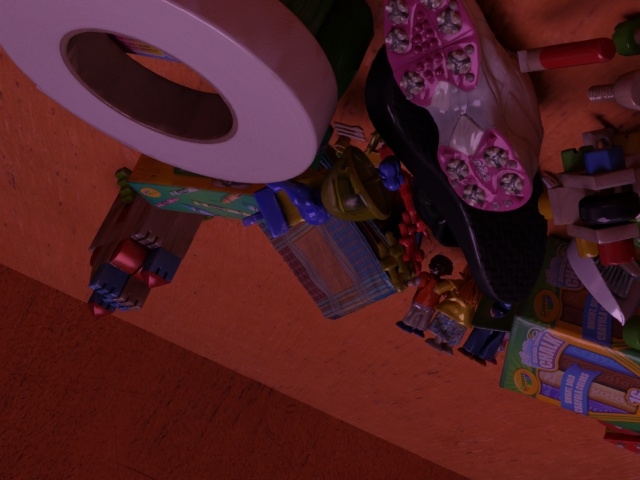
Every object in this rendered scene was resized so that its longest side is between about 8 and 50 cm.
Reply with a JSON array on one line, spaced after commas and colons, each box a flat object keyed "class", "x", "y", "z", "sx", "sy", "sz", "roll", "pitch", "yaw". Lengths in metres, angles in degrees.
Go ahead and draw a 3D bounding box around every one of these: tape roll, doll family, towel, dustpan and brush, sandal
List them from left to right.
[{"class": "tape roll", "x": -0.172, "y": -0.191, "z": 1.129, "sx": 0.392, "sy": 0.072, "sz": 0.392, "roll": 19, "pitch": 160, "yaw": 8}, {"class": "towel", "x": 0.000, "y": 0.000, "z": 1.728, "sx": 0.271, "sy": 0.040, "sz": 0.370, "roll": 54, "pitch": 158, "yaw": 1}, {"class": "sandal", "x": 0.172, "y": -0.090, "z": 1.321, "sx": 0.107, "sy": 0.167, "sz": 0.445, "roll": 14, "pitch": 150, "yaw": 45}, {"class": "doll family", "x": 0.263, "y": 0.114, "z": 1.695, "sx": 0.263, "sy": 0.163, "sz": 0.118, "roll": 22, "pitch": -172, "yaw": -31}, {"class": "dustpan and brush", "x": 0.357, "y": 0.003, "z": 1.378, "sx": 0.211, "sy": 0.147, "sz": 0.060, "roll": 43, "pitch": 121, "yaw": 8}]

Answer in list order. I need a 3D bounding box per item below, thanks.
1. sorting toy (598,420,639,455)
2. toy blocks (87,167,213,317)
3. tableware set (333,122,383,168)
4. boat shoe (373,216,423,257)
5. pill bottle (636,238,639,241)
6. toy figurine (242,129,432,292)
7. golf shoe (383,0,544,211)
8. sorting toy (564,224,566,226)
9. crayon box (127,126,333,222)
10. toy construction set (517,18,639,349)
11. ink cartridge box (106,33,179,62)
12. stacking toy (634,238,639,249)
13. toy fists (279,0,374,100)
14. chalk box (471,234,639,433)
[{"class": "sorting toy", "x": 0.645, "y": 0.354, "z": 1.986, "sx": 0.256, "sy": 0.089, "sz": 0.257, "roll": 12, "pitch": 157, "yaw": 30}, {"class": "toy blocks", "x": -0.353, "y": 0.017, "z": 2.005, "sx": 0.191, "sy": 0.260, "sz": 0.381, "roll": 33, "pitch": 158, "yaw": -23}, {"class": "tableware set", "x": 0.088, "y": -0.120, "z": 1.510, "sx": 0.154, "sy": 0.024, "sz": 0.104, "roll": 17, "pitch": 159, "yaw": 18}, {"class": "boat shoe", "x": 0.112, "y": 0.027, "z": 1.732, "sx": 0.089, "sy": 0.109, "sz": 0.258, "roll": 19, "pitch": 158, "yaw": 2}, {"class": "pill bottle", "x": 0.480, "y": 0.001, "z": 1.251, "sx": 0.180, "sy": 0.108, "sz": 0.108, "roll": 24, "pitch": 160, "yaw": 0}, {"class": "toy figurine", "x": 0.001, "y": -0.026, "z": 1.311, "sx": 0.217, "sy": 0.191, "sz": 0.362, "roll": -14, "pitch": -170, "yaw": 14}, {"class": "golf shoe", "x": 0.164, "y": -0.183, "z": 1.148, "sx": 0.115, "sy": 0.140, "sz": 0.306, "roll": -2, "pitch": 125, "yaw": 37}, {"class": "sorting toy", "x": 0.366, "y": -0.030, "z": 1.443, "sx": 0.083, "sy": 0.012, "sz": 0.062, "roll": 3, "pitch": 149, "yaw": 45}, {"class": "crayon box", "x": -0.137, "y": -0.123, "z": 1.547, "sx": 0.279, "sy": 0.165, "sz": 0.081, "roll": 8, "pitch": 155, "yaw": 37}, {"class": "toy construction set", "x": 0.306, "y": -0.087, "z": 1.120, "sx": 0.308, "sy": 0.257, "sz": 0.237, "roll": 55, "pitch": 162, "yaw": -19}, {"class": "ink cartridge box", "x": -0.259, "y": -0.371, "z": 1.092, "sx": 0.270, "sy": 0.151, "sz": 0.395, "roll": 14, "pitch": 156, "yaw": 26}, {"class": "stacking toy", "x": 0.481, "y": 0.062, "z": 1.344, "sx": 0.167, "sy": 0.052, "sz": 0.221, "roll": 31, "pitch": -156, "yaw": -16}, {"class": "toy fists", "x": -0.020, "y": -0.243, "z": 1.147, "sx": 0.096, "sy": 0.142, "sz": 0.279, "roll": 17, "pitch": 159, "yaw": 18}, {"class": "chalk box", "x": 0.371, "y": 0.126, "z": 1.528, "sx": 0.289, "sy": 0.180, "sz": 0.179, "roll": 18, "pitch": 140, "yaw": 14}]
